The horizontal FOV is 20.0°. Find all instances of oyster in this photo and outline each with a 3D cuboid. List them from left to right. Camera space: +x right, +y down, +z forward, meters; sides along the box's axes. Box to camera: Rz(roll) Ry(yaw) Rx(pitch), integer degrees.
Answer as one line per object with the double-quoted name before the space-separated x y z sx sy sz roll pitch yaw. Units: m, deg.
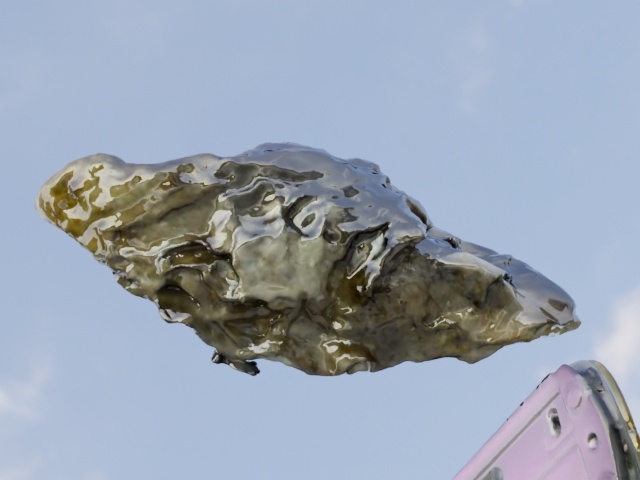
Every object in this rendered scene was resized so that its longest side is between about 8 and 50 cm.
"oyster" -0.006 -0.001 0.523 0.148 0.103 0.051 1 -69 -16

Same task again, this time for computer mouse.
"computer mouse" 0.113 0.203 1.118 0.072 0.158 0.310 10 -45 -29
